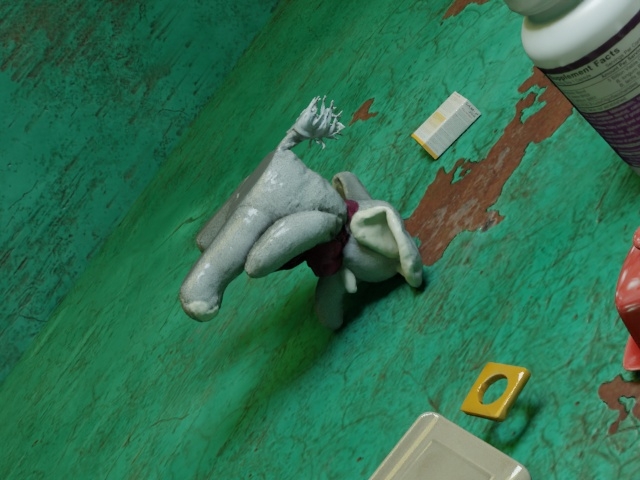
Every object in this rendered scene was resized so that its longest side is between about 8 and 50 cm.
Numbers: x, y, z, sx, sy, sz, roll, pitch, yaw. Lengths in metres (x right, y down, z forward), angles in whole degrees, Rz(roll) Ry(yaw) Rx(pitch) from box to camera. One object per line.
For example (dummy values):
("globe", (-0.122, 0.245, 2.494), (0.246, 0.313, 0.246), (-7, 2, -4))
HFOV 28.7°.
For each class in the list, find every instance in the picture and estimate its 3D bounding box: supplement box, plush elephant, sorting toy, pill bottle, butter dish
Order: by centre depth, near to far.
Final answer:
("butter dish", (0.338, 0.027, 1.172), (0.160, 0.118, 0.160), (-19, 36, 50))
("sorting toy", (0.114, 0.277, 1.262), (0.347, 0.047, 0.196), (-50, 26, -7))
("pill bottle", (0.327, -0.215, 1.358), (0.169, 0.301, 0.169), (-39, 23, 20))
("plush elephant", (0.000, 0.000, 1.717), (0.330, 0.255, 0.272), (-51, 11, 11))
("supplement box", (0.192, -0.176, 1.909), (0.098, 0.036, 0.062), (-45, 21, 6))
